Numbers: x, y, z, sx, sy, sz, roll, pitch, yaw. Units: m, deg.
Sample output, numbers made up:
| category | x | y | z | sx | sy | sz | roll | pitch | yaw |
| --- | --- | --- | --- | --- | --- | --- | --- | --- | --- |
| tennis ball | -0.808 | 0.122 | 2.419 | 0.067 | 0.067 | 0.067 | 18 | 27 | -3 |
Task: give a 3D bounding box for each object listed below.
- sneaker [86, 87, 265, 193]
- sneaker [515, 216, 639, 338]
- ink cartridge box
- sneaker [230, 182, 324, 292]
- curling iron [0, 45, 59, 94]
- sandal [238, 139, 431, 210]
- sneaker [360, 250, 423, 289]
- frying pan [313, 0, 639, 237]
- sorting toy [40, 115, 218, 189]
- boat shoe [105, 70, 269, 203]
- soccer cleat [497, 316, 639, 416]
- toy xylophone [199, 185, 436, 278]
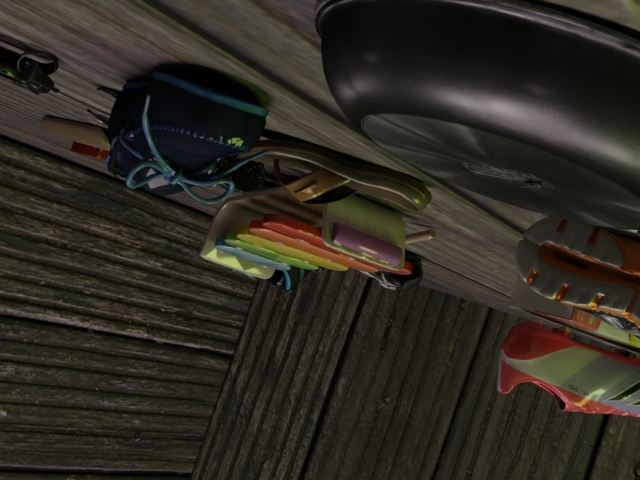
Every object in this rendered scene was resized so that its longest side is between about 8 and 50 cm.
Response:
| category | x | y | z | sx | sy | sz | roll | pitch | yaw |
| --- | --- | --- | --- | --- | --- | --- | --- | --- | --- |
| sneaker | -0.139 | -0.098 | 0.958 | 0.170 | 0.051 | 0.089 | 27 | 173 | -39 |
| sneaker | 0.255 | 0.041 | 0.728 | 0.215 | 0.084 | 0.083 | 28 | -176 | 24 |
| ink cartridge box | 0.333 | 0.082 | 1.114 | 0.198 | 0.067 | 0.115 | 20 | 177 | -24 |
| sneaker | -0.045 | 0.007 | 1.504 | 0.125 | 0.139 | 0.341 | 18 | 178 | 26 |
| curling iron | -0.340 | -0.180 | 0.793 | 0.274 | 0.035 | 0.068 | 19 | 174 | -27 |
| sandal | 0.007 | -0.050 | 0.852 | 0.180 | 0.049 | 0.072 | 18 | 178 | 10 |
| sneaker | 0.156 | 0.060 | 1.866 | 0.106 | 0.078 | 0.234 | 20 | 177 | 33 |
| frying pan | 0.106 | -0.038 | 0.470 | 0.197 | 0.053 | 0.326 | 19 | 175 | 21 |
| sorting toy | -0.273 | -0.122 | 1.495 | 0.229 | 0.041 | 0.307 | 21 | 177 | -41 |
| boat shoe | -0.107 | -0.072 | 0.757 | 0.109 | 0.089 | 0.258 | 20 | 177 | -18 |
| soccer cleat | 0.319 | 0.162 | 1.088 | 0.248 | 0.095 | 0.083 | 19 | 175 | 1 |
| toy xylophone | 0.000 | 0.000 | 1.219 | 0.236 | 0.081 | 0.323 | 18 | 166 | -23 |
